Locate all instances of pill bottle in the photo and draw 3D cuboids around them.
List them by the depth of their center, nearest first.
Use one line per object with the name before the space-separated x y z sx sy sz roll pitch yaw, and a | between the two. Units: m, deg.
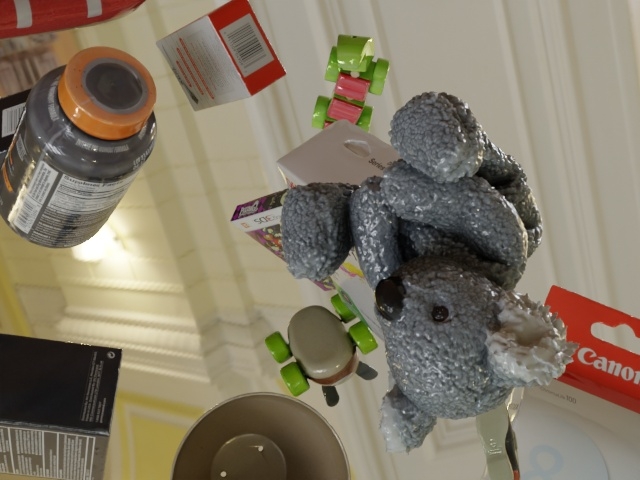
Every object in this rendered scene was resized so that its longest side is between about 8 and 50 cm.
pill bottle | -0.249 -0.096 0.867 0.130 0.130 0.245 -31 174 -39

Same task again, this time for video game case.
video game case | 0.000 0.000 1.371 0.210 0.232 0.042 -12 -132 49

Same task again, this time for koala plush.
koala plush | 0.100 0.042 0.654 0.196 0.203 0.221 -37 -138 31

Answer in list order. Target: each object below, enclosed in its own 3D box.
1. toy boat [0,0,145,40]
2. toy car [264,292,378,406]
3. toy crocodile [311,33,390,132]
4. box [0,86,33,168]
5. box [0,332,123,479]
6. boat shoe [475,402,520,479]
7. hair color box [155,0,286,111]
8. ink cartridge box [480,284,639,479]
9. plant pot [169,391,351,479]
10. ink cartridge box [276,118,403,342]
toy boat | -0.227 -0.257 0.681 0.231 0.151 0.151 -20 -176 -29
toy car | 0.024 0.206 1.381 0.155 0.188 0.149 -31 -138 -2
toy crocodile | 0.049 -0.256 1.563 0.115 0.340 0.105 16 -123 0
box | -0.365 -0.132 1.158 0.156 0.093 0.158 -15 155 14
box | -0.539 0.319 1.579 0.294 0.296 0.183 9 -125 -12
boat shoe | 0.249 0.278 1.160 0.049 0.137 0.043 -19 159 32
hair color box | -0.111 -0.199 0.910 0.053 0.093 0.167 -37 -161 -23
ink cartridge box | 0.474 0.303 1.398 0.308 0.385 0.091 22 172 -1
plant pot | -0.107 0.393 1.386 0.284 0.284 0.191 -20 175 -13
ink cartridge box | 0.073 0.001 1.130 0.117 0.278 0.201 -33 -146 -11
